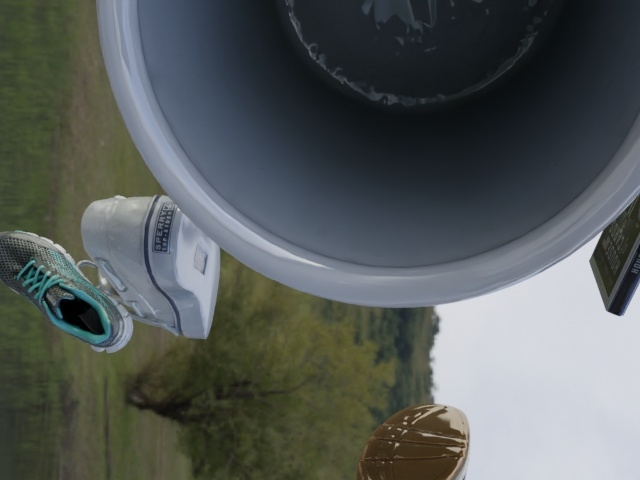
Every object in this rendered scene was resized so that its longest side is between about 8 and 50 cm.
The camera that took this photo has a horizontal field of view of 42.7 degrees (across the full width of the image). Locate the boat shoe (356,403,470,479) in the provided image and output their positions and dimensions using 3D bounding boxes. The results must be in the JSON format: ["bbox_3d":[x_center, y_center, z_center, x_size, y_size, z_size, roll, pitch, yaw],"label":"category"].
[{"bbox_3d":[0.101,0.322,0.921,0.342,0.123,0.123,-62,148,-58],"label":"boat shoe"}]

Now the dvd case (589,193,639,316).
[{"bbox_3d":[0.437,-0.036,1.122,0.179,0.030,0.238,-64,172,-67],"label":"dvd case"}]

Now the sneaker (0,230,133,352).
[{"bbox_3d":[-0.252,0.046,0.785,0.065,0.166,0.076,-54,-175,-6],"label":"sneaker"}]

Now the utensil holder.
[{"bbox_3d":[0.061,-0.182,0.605,0.385,0.328,0.327,-71,167,-65],"label":"utensil holder"}]

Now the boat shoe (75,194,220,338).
[{"bbox_3d":[-0.215,0.036,0.991,0.367,0.157,0.135,87,10,-75],"label":"boat shoe"}]
